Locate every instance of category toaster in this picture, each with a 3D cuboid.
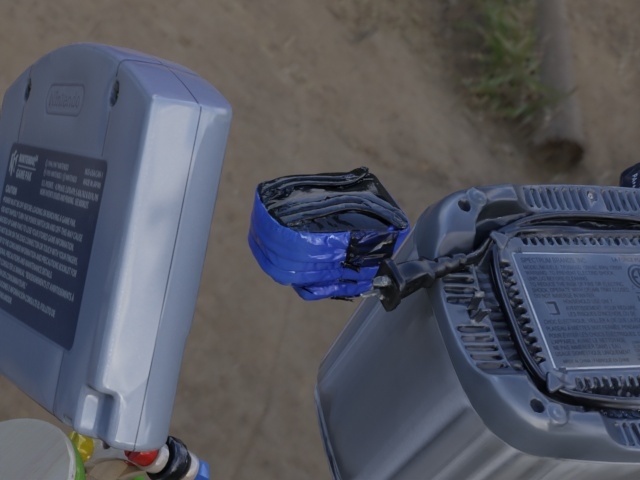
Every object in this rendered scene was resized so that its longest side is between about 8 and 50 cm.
[{"bbox_3d":[0.095,0.063,0.633,0.227,0.146,0.129,0,56,-29],"label":"toaster"}]

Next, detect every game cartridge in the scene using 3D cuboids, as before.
[{"bbox_3d":[-0.133,-0.010,0.829,0.062,0.297,0.198,15,90,-26],"label":"game cartridge"}]

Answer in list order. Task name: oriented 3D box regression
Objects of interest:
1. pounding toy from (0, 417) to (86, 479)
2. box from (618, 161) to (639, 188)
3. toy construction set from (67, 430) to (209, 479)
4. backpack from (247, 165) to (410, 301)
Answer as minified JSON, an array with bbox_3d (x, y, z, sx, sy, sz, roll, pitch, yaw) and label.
[{"bbox_3d":[-0.270,0.254,1.171,0.183,0.237,0.110,-97,160,-53],"label":"pounding toy"},{"bbox_3d":[0.322,0.043,0.776,0.183,0.294,0.296,41,39,-23],"label":"box"},{"bbox_3d":[-0.316,0.279,1.835,0.309,0.257,0.237,6,33,-33],"label":"toy construction set"},{"bbox_3d":[0.000,0.000,1.249,0.120,0.101,0.098,-1,30,-27],"label":"backpack"}]
